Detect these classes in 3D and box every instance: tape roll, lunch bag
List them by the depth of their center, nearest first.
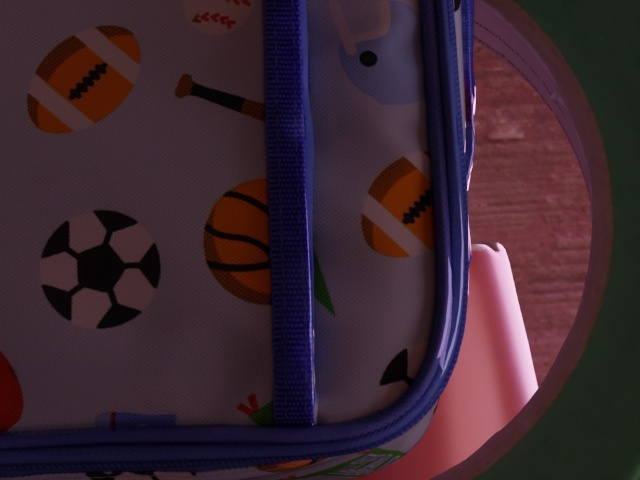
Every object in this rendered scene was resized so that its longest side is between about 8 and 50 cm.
[{"bbox_3d":[-0.060,-0.068,0.573,0.115,0.243,0.303,73,15,-75],"label":"lunch bag"},{"bbox_3d":[0.000,0.000,0.696,0.077,0.321,0.321,50,37,-75],"label":"tape roll"}]

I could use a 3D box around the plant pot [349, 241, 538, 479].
[{"bbox_3d":[-0.003,0.124,0.835,0.275,0.275,0.243,9,79,-86],"label":"plant pot"}]
